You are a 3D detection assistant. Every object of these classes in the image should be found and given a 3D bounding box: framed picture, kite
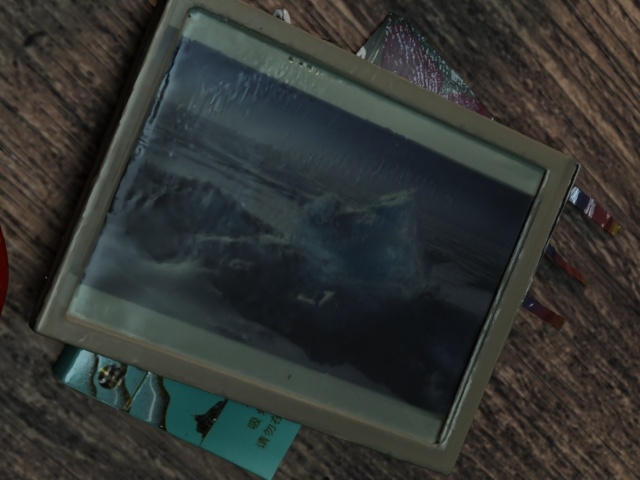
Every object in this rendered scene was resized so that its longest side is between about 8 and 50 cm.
[{"bbox_3d":[0.000,0.000,1.546,0.446,0.028,0.326,22,90,-28],"label":"framed picture"},{"bbox_3d":[0.138,-0.048,1.632,0.360,0.022,0.204,29,85,-29],"label":"kite"}]

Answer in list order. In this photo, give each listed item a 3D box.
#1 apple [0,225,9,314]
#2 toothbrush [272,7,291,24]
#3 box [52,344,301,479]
[{"bbox_3d":[-0.371,0.011,1.319,0.260,0.216,0.260,-6,107,-21],"label":"apple"},{"bbox_3d":[-0.023,-0.104,1.548,0.022,0.017,0.204,-33,121,-51],"label":"toothbrush"},{"bbox_3d":[-0.101,0.099,1.558,0.229,0.041,0.162,30,90,-27],"label":"box"}]
